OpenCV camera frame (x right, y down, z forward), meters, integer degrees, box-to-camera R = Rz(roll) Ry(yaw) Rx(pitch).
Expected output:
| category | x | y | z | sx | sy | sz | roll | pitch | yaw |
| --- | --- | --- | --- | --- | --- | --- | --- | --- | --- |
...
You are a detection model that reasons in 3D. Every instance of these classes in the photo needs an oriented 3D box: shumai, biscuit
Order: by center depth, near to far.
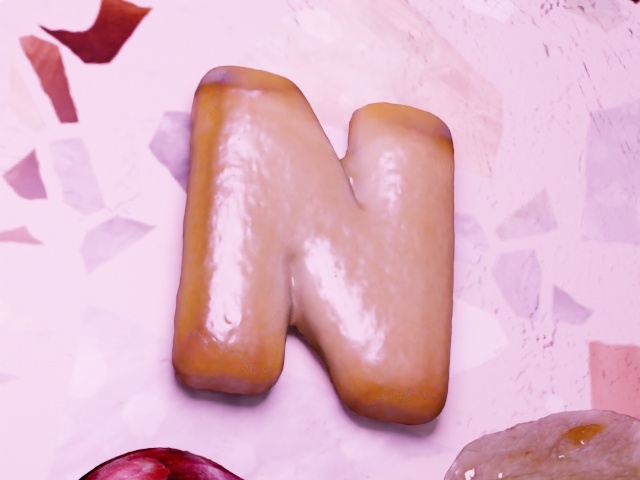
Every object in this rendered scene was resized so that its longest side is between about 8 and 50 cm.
| category | x | y | z | sx | sy | sz | roll | pitch | yaw |
| --- | --- | --- | --- | --- | --- | --- | --- | --- | --- |
| shumai | 0.198 | 0.221 | 1.548 | 0.201 | 0.201 | 0.120 | -35 | 122 | -31 |
| biscuit | 0.000 | 0.000 | 1.609 | 0.237 | 0.062 | 0.290 | 13 | 62 | -15 |

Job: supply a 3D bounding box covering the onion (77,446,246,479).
| category | x | y | z | sx | sy | sz | roll | pitch | yaw |
| --- | --- | --- | --- | --- | --- | --- | --- | --- | --- |
| onion | -0.088 | 0.270 | 1.327 | 0.281 | 0.221 | 0.280 | -5 | 104 | -21 |
